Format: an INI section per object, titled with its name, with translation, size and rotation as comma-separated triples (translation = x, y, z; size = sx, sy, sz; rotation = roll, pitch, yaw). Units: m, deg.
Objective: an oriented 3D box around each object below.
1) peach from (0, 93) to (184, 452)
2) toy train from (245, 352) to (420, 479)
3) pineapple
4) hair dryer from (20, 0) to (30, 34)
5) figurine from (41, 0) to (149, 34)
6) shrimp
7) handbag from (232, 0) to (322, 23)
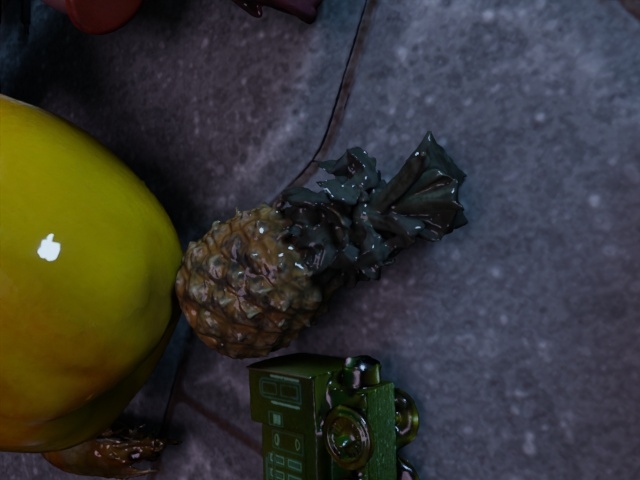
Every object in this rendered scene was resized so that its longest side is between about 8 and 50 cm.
[peach]
translation = -0.275, 0.026, 0.611
size = 0.308, 0.289, 0.289
rotation = 41, 113, 7
[toy train]
translation = 0.010, 0.206, 0.562
size = 0.137, 0.090, 0.225
rotation = 0, 92, 39
[pineapple]
translation = 0.001, 0.001, 0.542
size = 0.248, 0.128, 0.128
rotation = -32, 75, 23
[hair dryer]
translation = -0.369, -0.296, 0.813
size = 0.079, 0.031, 0.083
rotation = 19, 110, 41
[figurine]
translation = -0.224, -0.301, 0.639
size = 0.173, 0.173, 0.173
rotation = 2, 93, 32
[shrimp]
translation = -0.245, 0.194, 0.735
size = 0.248, 0.068, 0.150
rotation = 7, 91, 37
[handbag]
translation = -0.082, -0.264, 0.522
size = 0.146, 0.225, 0.135
rotation = -121, 50, -65
